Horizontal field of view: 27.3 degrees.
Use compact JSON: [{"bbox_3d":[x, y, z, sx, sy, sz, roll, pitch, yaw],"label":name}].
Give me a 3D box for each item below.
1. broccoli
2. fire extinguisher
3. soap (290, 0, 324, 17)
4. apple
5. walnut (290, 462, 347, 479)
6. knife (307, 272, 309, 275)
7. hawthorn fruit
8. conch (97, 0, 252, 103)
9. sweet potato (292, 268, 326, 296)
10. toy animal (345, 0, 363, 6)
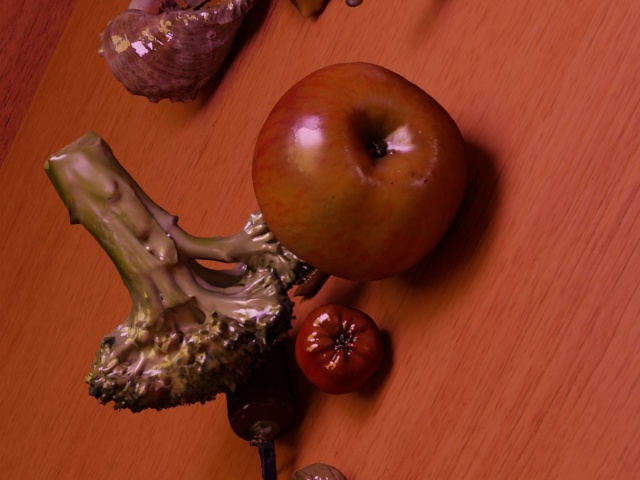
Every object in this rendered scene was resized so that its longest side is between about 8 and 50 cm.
[{"bbox_3d":[-0.248,0.068,1.871,0.275,0.397,0.353,-23,47,66],"label":"broccoli"},{"bbox_3d":[-0.094,0.227,1.987,0.138,0.102,0.344,94,168,-44],"label":"fire extinguisher"},{"bbox_3d":[-0.041,-0.595,2.394,0.293,0.156,0.335,-62,30,16],"label":"soap"},{"bbox_3d":[0.062,-0.098,1.756,0.301,0.301,0.301,-38,41,42],"label":"apple"},{"bbox_3d":[-0.003,0.340,1.764,0.092,0.092,0.092,-38,41,42],"label":"walnut"},{"bbox_3d":[0.000,0.000,2.053,0.031,0.018,0.121,-2,68,66],"label":"knife"},{"bbox_3d":[0.019,0.150,1.815,0.140,0.125,0.125,-4,67,56],"label":"hawthorn fruit"},{"bbox_3d":[-0.260,-0.415,2.603,0.352,0.210,0.297,-9,55,19],"label":"conch"},{"bbox_3d":[-0.004,0.054,2.018,0.115,0.026,0.026,-46,36,26],"label":"sweet potato"},{"bbox_3d":[0.145,-0.432,1.965,0.255,0.170,0.090,-54,33,-12],"label":"toy animal"}]
